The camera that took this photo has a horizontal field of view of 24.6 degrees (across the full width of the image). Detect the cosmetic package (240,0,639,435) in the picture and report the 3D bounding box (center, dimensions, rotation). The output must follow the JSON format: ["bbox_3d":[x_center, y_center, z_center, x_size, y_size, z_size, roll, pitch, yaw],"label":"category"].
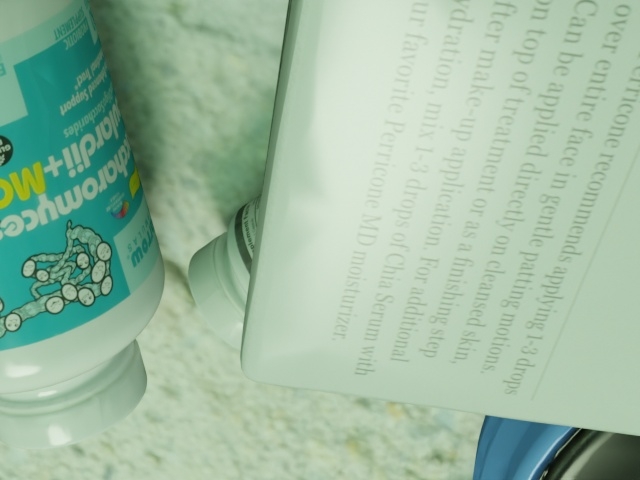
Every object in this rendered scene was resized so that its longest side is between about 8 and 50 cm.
[{"bbox_3d":[0.210,-0.044,0.543,0.453,0.161,0.230,9,137,-4],"label":"cosmetic package"}]

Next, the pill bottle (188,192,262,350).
[{"bbox_3d":[0.000,0.000,0.780,0.137,0.078,0.078,-33,109,26],"label":"pill bottle"}]

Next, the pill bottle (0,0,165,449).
[{"bbox_3d":[-0.166,-0.023,0.759,0.146,0.146,0.264,-6,119,14],"label":"pill bottle"}]

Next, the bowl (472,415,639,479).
[{"bbox_3d":[0.275,0.161,0.775,0.391,0.077,0.391,3,123,5],"label":"bowl"}]
